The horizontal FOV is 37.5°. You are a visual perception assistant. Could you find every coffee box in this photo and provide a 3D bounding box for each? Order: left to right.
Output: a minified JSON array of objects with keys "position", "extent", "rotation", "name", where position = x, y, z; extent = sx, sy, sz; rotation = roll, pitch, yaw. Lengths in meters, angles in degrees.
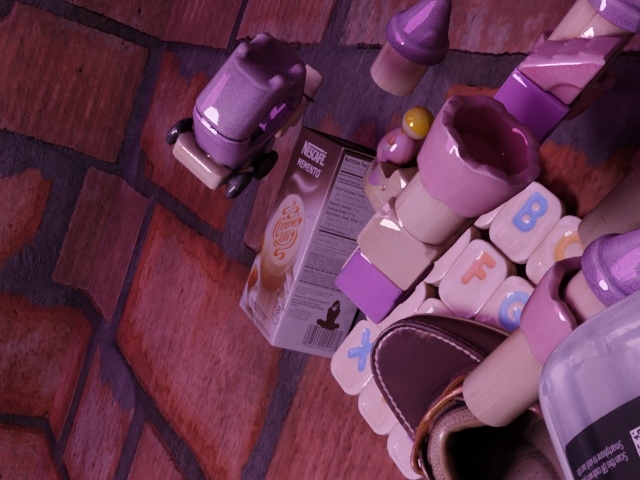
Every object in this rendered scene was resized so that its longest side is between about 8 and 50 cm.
[{"position":[0.000,0.000,1.150],"extent":[0.141,0.098,0.247],"rotation":[37,109,62],"name":"coffee box"}]

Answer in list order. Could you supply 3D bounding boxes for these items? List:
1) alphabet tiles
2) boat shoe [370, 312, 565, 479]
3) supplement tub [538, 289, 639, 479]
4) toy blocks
[{"position":[0.121,0.065,0.863],"extent":[0.278,0.021,0.284],"rotation":[-53,44,15],"name":"alphabet tiles"},{"position":[0.131,0.145,0.709],"extent":[0.342,0.123,0.123],"rotation":[40,105,49],"name":"boat shoe"},{"position":[0.243,0.180,0.407],"extent":[0.207,0.207,0.338],"rotation":[-46,49,45],"name":"supplement tub"},{"position":[0.126,-0.100,0.612],"extent":[0.288,0.309,0.260],"rotation":[-43,-9,-44],"name":"toy blocks"}]
